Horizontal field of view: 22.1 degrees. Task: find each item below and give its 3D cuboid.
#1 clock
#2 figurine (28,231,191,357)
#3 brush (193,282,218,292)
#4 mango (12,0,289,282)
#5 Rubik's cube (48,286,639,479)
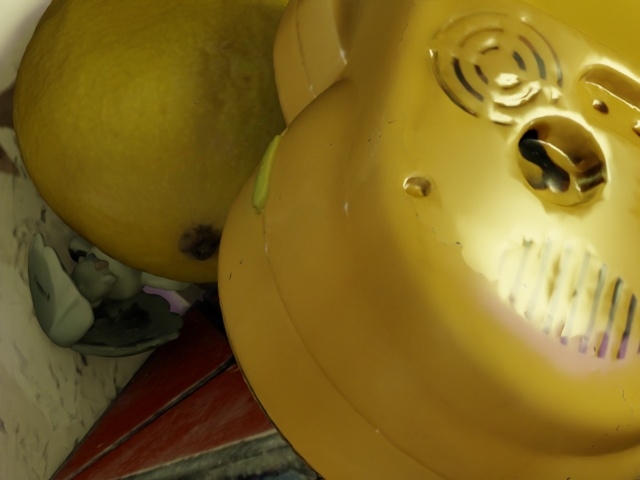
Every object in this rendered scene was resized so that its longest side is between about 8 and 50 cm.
[{"bbox_3d":[0.087,-0.022,0.770,0.244,0.200,0.317,27,50,-12],"label":"clock"},{"bbox_3d":[-0.125,0.026,0.967,0.086,0.094,0.082,-13,124,-26],"label":"figurine"},{"bbox_3d":[0.000,0.000,1.177,0.299,0.042,0.039,-13,81,-57],"label":"brush"},{"bbox_3d":[-0.087,-0.093,0.975,0.331,0.195,0.142,-117,-162,-55],"label":"mango"},{"bbox_3d":[0.029,0.157,0.943,0.260,0.259,0.255,59,38,-16],"label":"Rubik's cube"}]
